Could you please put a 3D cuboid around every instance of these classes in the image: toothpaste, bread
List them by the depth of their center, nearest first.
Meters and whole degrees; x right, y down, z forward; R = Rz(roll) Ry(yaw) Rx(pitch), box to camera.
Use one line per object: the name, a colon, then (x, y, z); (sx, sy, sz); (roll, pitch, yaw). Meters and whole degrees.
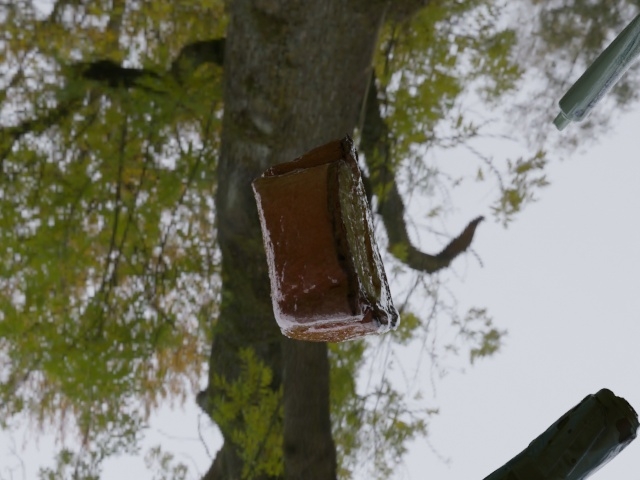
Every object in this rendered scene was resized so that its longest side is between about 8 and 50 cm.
bread: (0.004, 0.003, 1.064); (0.123, 0.190, 0.244); (-15, -114, 16)
toothpaste: (0.370, -0.223, 1.200); (0.064, 0.218, 0.041); (2, -132, -40)

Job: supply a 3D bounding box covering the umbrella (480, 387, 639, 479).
umbrella: (0.155, 0.211, 0.769); (0.250, 0.052, 0.053); (-38, -95, -1)
